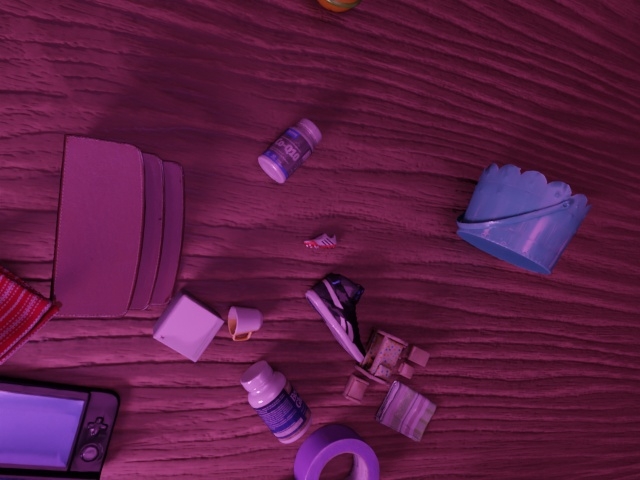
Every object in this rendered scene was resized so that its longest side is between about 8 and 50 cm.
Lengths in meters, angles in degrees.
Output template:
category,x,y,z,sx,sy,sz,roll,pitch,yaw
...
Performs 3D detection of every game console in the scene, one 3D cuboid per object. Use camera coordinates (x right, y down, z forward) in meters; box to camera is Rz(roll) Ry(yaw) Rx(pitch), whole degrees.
category,x,y,z,sx,sy,sz,roll,pitch,yaw
game console,-0.526,0.386,0.742,0.293,0.173,0.250,16,82,-22

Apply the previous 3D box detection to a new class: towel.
category,x,y,z,sx,sy,sz,roll,pitch,yaw
towel,0.225,0.442,1.124,0.152,0.023,0.113,34,80,-19
towel,-0.576,0.116,0.681,0.274,0.031,0.199,24,56,21

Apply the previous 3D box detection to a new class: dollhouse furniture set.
category,x,y,z,sx,sy,sz,roll,pitch,yaw
dollhouse furniture set,0.174,0.330,1.054,0.160,0.101,0.182,28,82,-17

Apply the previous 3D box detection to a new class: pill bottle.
category,x,y,z,sx,sy,sz,roll,pitch,yaw
pill bottle,-0.099,0.349,0.956,0.094,0.094,0.169,-38,105,-16
pill bottle,-0.064,-0.199,0.959,0.078,0.078,0.137,46,76,-16

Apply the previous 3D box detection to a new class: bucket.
category,x,y,z,sx,sy,sz,roll,pitch,yaw
bucket,0.487,-0.049,1.081,0.281,0.281,0.183,27,90,-20

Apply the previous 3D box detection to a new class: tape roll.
category,x,y,z,sx,sy,sz,roll,pitch,yaw
tape roll,0.038,0.541,1.024,0.188,0.080,0.189,-1,93,-22

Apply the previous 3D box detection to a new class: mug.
category,x,y,z,sx,sy,sz,roll,pitch,yaw
mug,-0.164,0.177,0.953,0.064,0.078,0.062,2,58,-30

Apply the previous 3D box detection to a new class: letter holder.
category,x,y,z,sx,sy,sz,roll,pitch,yaw
letter holder,-0.359,-0.018,0.814,0.214,0.152,0.302,5,90,-23

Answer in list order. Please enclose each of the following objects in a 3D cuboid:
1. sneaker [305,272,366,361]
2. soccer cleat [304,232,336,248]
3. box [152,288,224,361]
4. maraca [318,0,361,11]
category,x,y,z,sx,sy,sz,roll,pitch,yaw
sneaker,0.073,0.172,1.024,0.121,0.079,0.217,-38,103,-14
soccer cleat,0.000,0.000,1.020,0.083,0.029,0.036,4,82,-24
box,-0.269,0.170,0.887,0.102,0.087,0.101,38,79,-18
maraca,0.029,-0.590,0.976,0.127,0.099,0.186,-7,69,-26
